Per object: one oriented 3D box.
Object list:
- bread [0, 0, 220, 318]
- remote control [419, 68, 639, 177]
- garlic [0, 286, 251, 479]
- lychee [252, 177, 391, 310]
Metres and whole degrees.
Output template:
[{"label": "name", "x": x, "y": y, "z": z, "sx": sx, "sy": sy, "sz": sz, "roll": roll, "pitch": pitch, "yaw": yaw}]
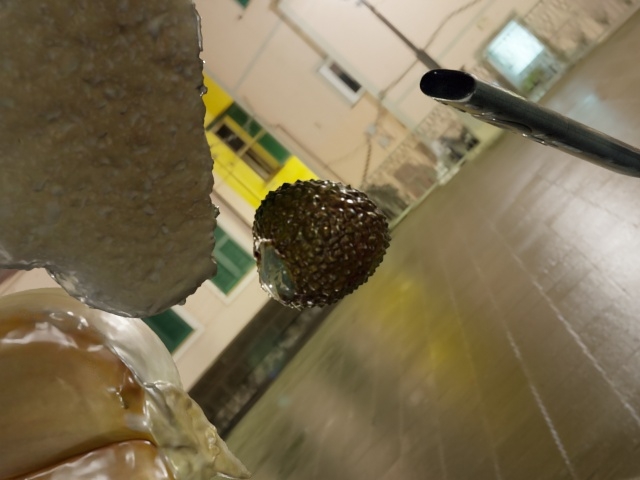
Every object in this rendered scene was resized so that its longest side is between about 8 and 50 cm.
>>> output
[{"label": "bread", "x": -0.164, "y": -0.089, "z": 0.515, "sx": 0.183, "sy": 0.102, "sz": 0.337, "roll": -15, "pitch": -55, "yaw": -21}, {"label": "remote control", "x": 0.299, "y": -0.148, "z": 1.118, "sx": 0.107, "sy": 0.377, "sz": 0.044, "roll": 17, "pitch": 93, "yaw": 55}, {"label": "garlic", "x": -0.256, "y": 0.203, "z": 0.826, "sx": 0.313, "sy": 0.249, "sz": 0.286, "roll": -26, "pitch": -37, "yaw": 9}, {"label": "lychee", "x": 0.000, "y": 0.000, "z": 1.006, "sx": 0.171, "sy": 0.171, "sz": 0.171, "roll": -47, "pitch": 2, "yaw": 2}]
